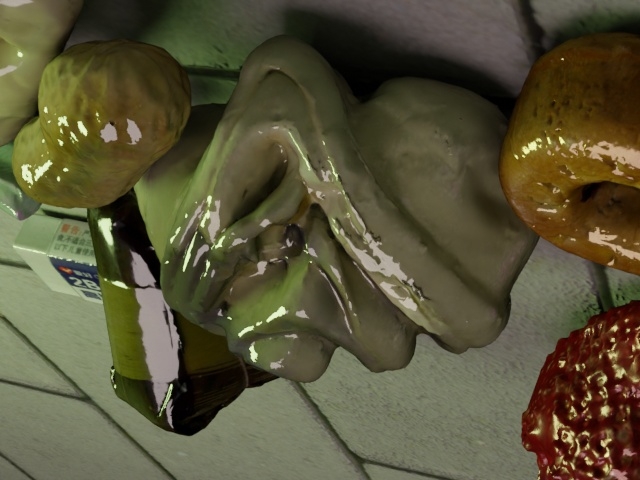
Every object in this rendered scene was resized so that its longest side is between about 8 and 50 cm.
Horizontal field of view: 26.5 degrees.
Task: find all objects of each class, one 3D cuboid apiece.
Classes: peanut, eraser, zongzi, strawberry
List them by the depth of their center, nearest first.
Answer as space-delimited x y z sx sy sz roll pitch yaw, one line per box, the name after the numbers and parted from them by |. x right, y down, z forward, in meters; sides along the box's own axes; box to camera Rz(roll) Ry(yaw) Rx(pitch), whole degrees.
-0.191 -0.094 1.134 0.120 0.110 0.236 23 152 -26 | peanut
0.342 0.188 1.370 0.261 0.258 0.261 23 -175 -2 | strawberry
-0.092 0.031 1.517 0.154 0.317 0.289 34 136 49 | zongzi
-0.254 0.033 1.656 0.210 0.068 0.124 11 156 22 | eraser

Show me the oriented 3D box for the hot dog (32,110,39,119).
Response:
-0.312 -0.132 1.407 0.056 0.041 0.133 28 163 28 | hot dog

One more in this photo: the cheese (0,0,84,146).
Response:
-0.382 -0.179 1.158 0.350 0.130 0.328 3 156 -12 | cheese

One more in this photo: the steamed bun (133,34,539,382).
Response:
0.000 0.000 1.180 0.352 0.247 0.339 28 153 -6 | steamed bun

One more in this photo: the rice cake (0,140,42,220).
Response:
-0.335 -0.084 1.366 0.221 0.080 0.042 25 164 40 | rice cake

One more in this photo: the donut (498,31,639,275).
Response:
0.243 -0.060 1.027 0.226 0.114 0.227 19 157 8 | donut
